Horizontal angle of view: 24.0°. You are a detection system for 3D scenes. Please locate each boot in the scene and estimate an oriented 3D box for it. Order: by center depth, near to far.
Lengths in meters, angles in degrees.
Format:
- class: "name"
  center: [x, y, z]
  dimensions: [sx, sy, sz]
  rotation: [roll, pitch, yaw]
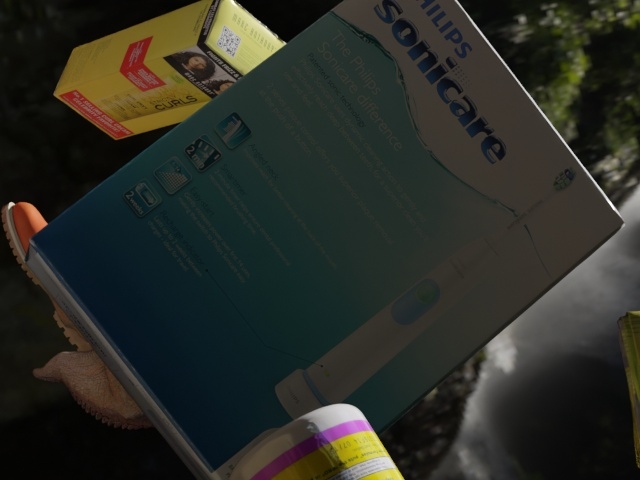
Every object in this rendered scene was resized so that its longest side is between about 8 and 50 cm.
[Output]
- class: "boot"
  center: [-0.216, 0.018, 1.341]
  dimensions: [0.084, 0.059, 0.158]
  rotation: [-37, -94, 7]

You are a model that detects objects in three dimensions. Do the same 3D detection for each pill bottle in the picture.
- class: "pill bottle"
  center: [0.013, 0.088, 0.402]
  dimensions: [0.083, 0.043, 0.043]
  rotation: [57, -44, 21]

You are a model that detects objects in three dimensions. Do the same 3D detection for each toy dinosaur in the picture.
- class: "toy dinosaur"
  center: [-0.104, 0.098, 1.222]
  dimensions: [0.295, 0.127, 0.200]
  rotation: [-22, -99, 9]

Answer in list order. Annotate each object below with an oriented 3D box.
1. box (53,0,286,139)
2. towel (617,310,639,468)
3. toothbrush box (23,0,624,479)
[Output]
- class: "box"
  center: [-0.138, -0.153, 1.360]
  dimensions: [0.232, 0.087, 0.058]
  rotation: [-8, -126, 46]
- class: "towel"
  center: [0.141, 0.046, 0.494]
  dimensions: [0.009, 0.083, 0.060]
  rotation: [84, 1, -55]
- class: "toothbrush box"
  center: [0.000, 0.000, 0.928]
  dimensions: [0.216, 0.295, 0.126]
  rotation: [51, -13, -4]
